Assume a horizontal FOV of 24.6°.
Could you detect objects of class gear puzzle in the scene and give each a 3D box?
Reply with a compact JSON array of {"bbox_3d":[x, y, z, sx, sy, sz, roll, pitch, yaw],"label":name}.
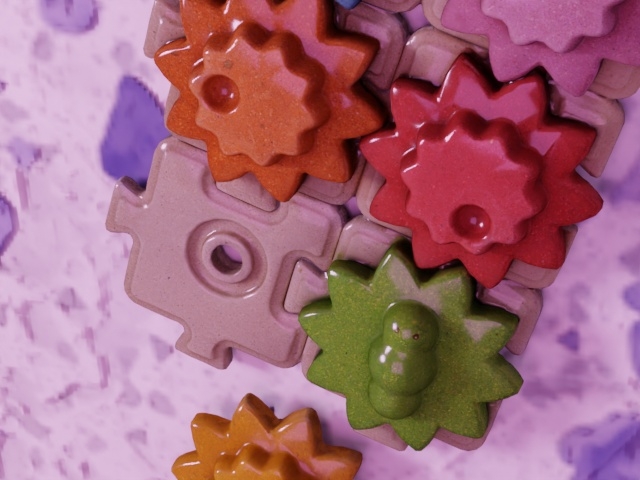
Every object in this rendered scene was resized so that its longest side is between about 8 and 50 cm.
[{"bbox_3d":[0.000,0.000,0.533,0.175,0.044,0.339,23,122,9],"label":"gear puzzle"}]
